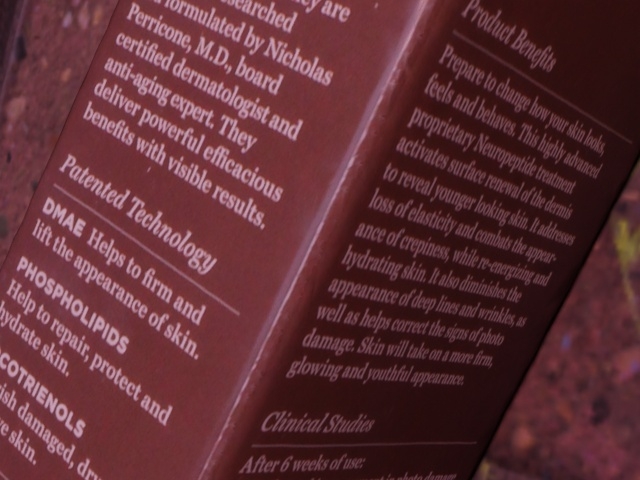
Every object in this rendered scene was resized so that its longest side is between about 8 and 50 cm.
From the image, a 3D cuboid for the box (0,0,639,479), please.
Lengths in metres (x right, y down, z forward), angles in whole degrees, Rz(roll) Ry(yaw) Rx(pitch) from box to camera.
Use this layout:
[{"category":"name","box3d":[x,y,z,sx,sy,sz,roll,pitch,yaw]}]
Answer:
[{"category":"box","box3d":[0.000,0.000,0.439,0.143,0.191,0.381,33,100,34]}]
